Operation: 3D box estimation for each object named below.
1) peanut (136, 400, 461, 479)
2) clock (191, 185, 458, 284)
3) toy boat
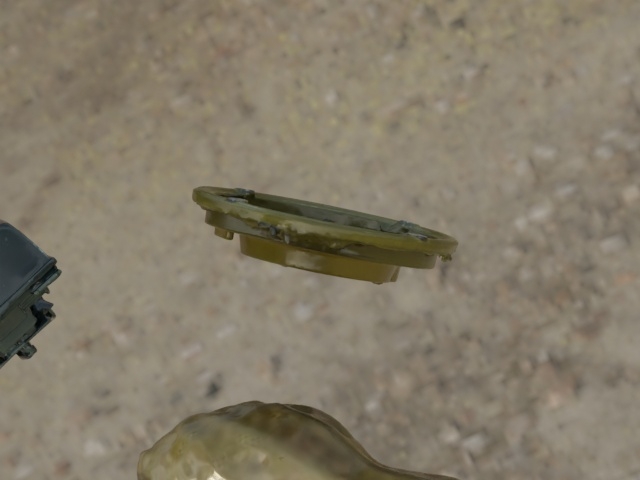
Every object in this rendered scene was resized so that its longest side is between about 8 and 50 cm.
[{"bbox_3d":[0.005,0.221,1.516,0.313,0.149,0.149,22,50,19],"label":"peanut"},{"bbox_3d":[0.000,0.000,1.608,0.237,0.057,0.237,12,4,-1],"label":"clock"},{"bbox_3d":[-0.271,0.046,1.473,0.114,0.122,0.296,-44,10,-12],"label":"toy boat"}]
